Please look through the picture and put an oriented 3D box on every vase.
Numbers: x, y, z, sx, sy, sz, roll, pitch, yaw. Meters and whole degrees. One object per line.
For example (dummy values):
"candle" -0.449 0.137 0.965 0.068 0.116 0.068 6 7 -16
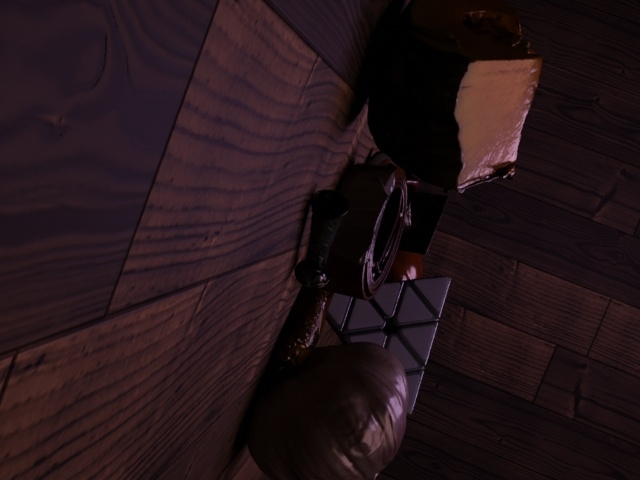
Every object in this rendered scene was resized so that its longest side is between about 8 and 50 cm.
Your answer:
"vase" 0.000 0.000 1.346 0.167 0.059 0.059 104 10 -46

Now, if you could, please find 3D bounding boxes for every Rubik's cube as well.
"Rubik's cube" 0.117 0.189 1.823 0.229 0.233 0.228 -37 133 -59

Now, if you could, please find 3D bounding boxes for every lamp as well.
"lamp" 0.122 0.076 1.979 0.223 0.197 0.223 -34 -168 8

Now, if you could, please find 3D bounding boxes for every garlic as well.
"garlic" 0.014 0.334 1.622 0.317 0.259 0.317 -39 -174 5

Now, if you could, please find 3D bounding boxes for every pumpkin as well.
"pumpkin" 0.203 -0.242 1.381 0.303 0.256 0.225 -99 -163 -54

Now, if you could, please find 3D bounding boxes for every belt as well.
"belt" 0.080 -0.022 1.577 0.184 0.105 0.261 77 31 -46

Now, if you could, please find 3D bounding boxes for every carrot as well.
"carrot" -0.019 0.125 1.605 0.069 0.069 0.229 99 14 -62

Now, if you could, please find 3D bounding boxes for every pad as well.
"pad" 0.152 -0.047 1.865 0.003 0.211 0.143 48 59 -48

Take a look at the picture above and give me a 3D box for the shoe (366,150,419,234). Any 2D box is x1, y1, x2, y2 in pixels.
"shoe" 0.117 -0.042 1.801 0.114 0.137 0.291 97 17 -62

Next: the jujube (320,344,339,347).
"jujube" 0.008 0.338 2.061 0.250 0.174 0.174 -31 143 -61
